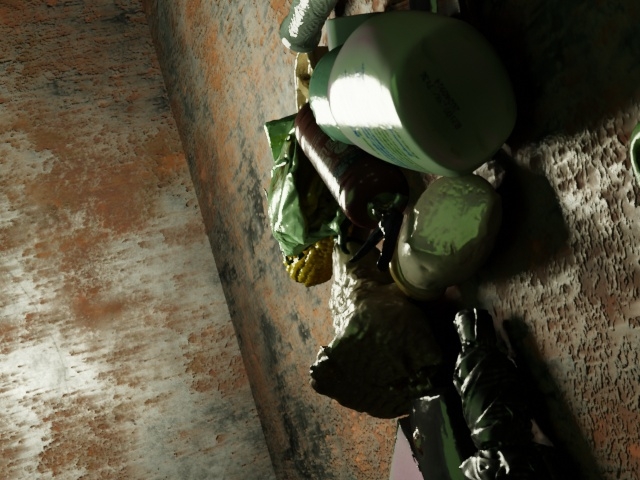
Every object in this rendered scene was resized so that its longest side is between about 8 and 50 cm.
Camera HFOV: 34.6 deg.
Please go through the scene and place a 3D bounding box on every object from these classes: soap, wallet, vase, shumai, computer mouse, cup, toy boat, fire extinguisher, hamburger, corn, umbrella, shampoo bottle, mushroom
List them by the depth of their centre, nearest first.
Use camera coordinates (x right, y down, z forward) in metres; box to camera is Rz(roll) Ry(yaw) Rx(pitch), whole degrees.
[{"bbox_3d":[0.097,-0.189,1.331,0.222,0.151,0.349,52,168,-20],"label":"shampoo bottle"},{"bbox_3d":[0.151,-0.279,1.381,0.230,0.042,0.124,-169,64,-74],"label":"wallet"},{"bbox_3d":[0.246,0.266,1.409,0.154,0.128,0.337,-54,44,50],"label":"umbrella"},{"bbox_3d":[0.168,0.003,1.429,0.350,0.128,0.128,118,135,-73],"label":"mushroom"},{"bbox_3d":[0.048,-0.081,1.499,0.138,0.102,0.344,-52,36,17],"label":"fire extinguisher"},{"bbox_3d":[0.212,0.353,1.548,0.269,0.100,0.170,61,155,13],"label":"computer mouse"},{"bbox_3d":[0.068,-0.280,1.573,0.128,0.095,0.130,-37,-58,-69],"label":"cup"},{"bbox_3d":[-0.011,-0.396,1.695,0.219,0.096,0.096,123,130,-64],"label":"vase"},{"bbox_3d":[0.107,0.132,1.729,0.346,0.216,0.283,90,-170,-54],"label":"shumai"},{"bbox_3d":[-0.025,-0.106,1.738,0.276,0.150,0.261,-14,62,56],"label":"hamburger"},{"bbox_3d":[0.190,0.442,1.790,0.259,0.081,0.181,91,159,-45],"label":"soap"},{"bbox_3d":[-0.002,-0.273,1.859,0.116,0.061,0.188,-122,23,-49],"label":"toy boat"},{"bbox_3d":[0.000,0.000,1.990,0.322,0.119,0.119,121,132,-64],"label":"corn"}]

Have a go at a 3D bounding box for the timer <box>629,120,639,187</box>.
[{"bbox_3d":[0.339,-0.065,0.928,0.140,0.047,0.128,136,117,-71],"label":"timer"}]
